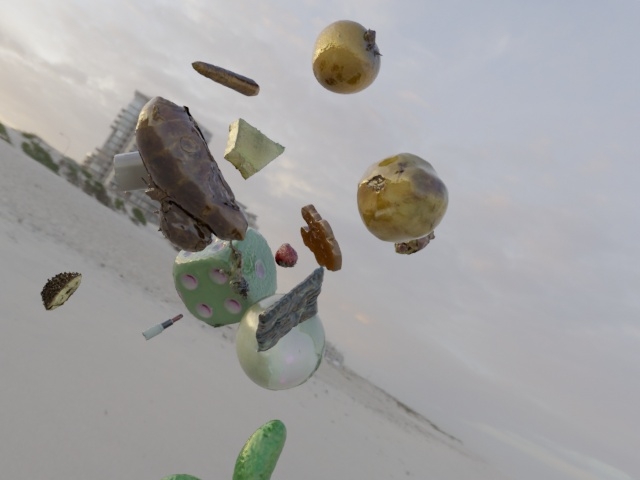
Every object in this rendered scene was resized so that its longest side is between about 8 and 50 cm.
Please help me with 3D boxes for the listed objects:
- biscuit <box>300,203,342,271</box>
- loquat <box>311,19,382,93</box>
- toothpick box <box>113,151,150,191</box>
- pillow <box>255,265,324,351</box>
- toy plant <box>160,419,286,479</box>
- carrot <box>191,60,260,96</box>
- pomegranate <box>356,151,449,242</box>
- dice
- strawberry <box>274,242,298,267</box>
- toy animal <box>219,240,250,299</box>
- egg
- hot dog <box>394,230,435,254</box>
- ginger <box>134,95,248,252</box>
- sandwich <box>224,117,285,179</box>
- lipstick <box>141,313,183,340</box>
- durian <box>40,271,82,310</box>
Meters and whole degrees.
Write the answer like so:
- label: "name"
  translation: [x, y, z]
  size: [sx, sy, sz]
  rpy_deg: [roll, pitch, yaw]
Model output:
- label: "biscuit"
  translation: [0.003, -0.001, 1.821]
  size: [0.295, 0.044, 0.186]
  rpy_deg: [-125, -152, -45]
- label: "loquat"
  translation: [0.100, -0.681, 1.965]
  size: [0.275, 0.274, 0.275]
  rpy_deg: [26, -13, 6]
- label: "toothpick box"
  translation: [-0.471, -0.200, 1.484]
  size: [0.181, 0.111, 0.111]
  rpy_deg: [-9, -12, -6]
- label: "pillow"
  translation: [-0.071, 0.166, 1.218]
  size: [0.034, 0.189, 0.255]
  rpy_deg: [47, -24, 18]
- label: "toy plant"
  translation: [-0.151, 0.620, 1.145]
  size: [0.356, 0.317, 0.210]
  rpy_deg: [58, -26, 25]
- label: "carrot"
  translation: [-0.324, -0.553, 1.808]
  size: [0.066, 0.066, 0.314]
  rpy_deg: [19, 10, 31]
- label: "pomegranate"
  translation: [0.296, -0.150, 1.924]
  size: [0.333, 0.332, 0.332]
  rpy_deg: [26, -13, 6]
- label: "dice"
  translation: [-0.388, 0.140, 2.184]
  size: [0.331, 0.318, 0.322]
  rpy_deg: [-12, -67, 23]
- label: "strawberry"
  translation: [-0.136, 0.062, 2.133]
  size: [0.106, 0.106, 0.106]
  rpy_deg: [26, -13, 6]
- label: "toy animal"
  translation: [-0.270, 0.090, 1.643]
  size: [0.069, 0.086, 0.219]
  rpy_deg: [18, -56, 34]
- label: "egg"
  translation: [-0.122, 0.318, 1.627]
  size: [0.278, 0.278, 0.336]
  rpy_deg: [31, 21, -15]
- label: "hot dog"
  translation: [0.421, 0.002, 2.322]
  size: [0.103, 0.213, 0.146]
  rpy_deg: [59, -30, 22]
- label: "ginger"
  translation: [-0.371, -0.155, 1.374]
  size: [0.254, 0.176, 0.418]
  rpy_deg: [-22, -79, 25]
- label: "sandwich"
  translation: [-0.199, -0.256, 1.609]
  size: [0.058, 0.162, 0.193]
  rpy_deg: [-18, -33, 40]
- label: "lipstick"
  translation: [-0.394, 0.214, 1.331]
  size: [0.025, 0.107, 0.025]
  rpy_deg: [63, -25, -2]
- label: "durian"
  translation: [-0.671, 0.124, 1.355]
  size: [0.052, 0.130, 0.066]
  rpy_deg: [41, -5, 19]
